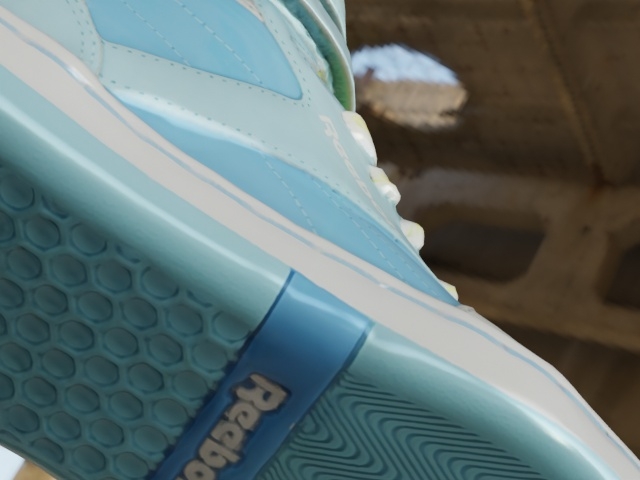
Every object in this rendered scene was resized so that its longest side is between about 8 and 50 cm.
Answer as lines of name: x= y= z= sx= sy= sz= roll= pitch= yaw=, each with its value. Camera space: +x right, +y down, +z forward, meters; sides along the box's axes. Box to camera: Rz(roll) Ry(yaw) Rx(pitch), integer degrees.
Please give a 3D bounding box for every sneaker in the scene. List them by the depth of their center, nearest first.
sneaker: x=0.000 y=0.000 z=0.469 sx=0.319 sy=0.208 sz=0.127 roll=39 pitch=-57 yaw=-10
